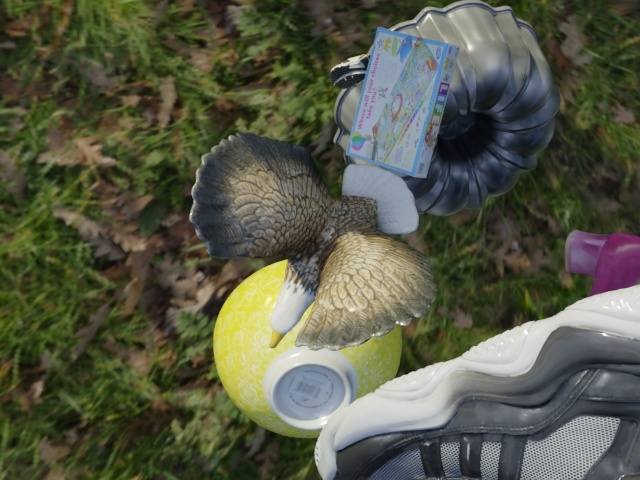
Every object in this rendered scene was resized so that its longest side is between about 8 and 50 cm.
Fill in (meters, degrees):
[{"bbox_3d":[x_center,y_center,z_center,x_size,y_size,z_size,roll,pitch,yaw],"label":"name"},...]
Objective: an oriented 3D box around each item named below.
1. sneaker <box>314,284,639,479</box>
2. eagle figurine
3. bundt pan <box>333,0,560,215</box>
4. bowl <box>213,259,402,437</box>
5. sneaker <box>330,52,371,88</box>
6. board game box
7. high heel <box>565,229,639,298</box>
[{"bbox_3d":[0.112,0.130,0.591,0.268,0.101,0.153,-30,71,36],"label":"sneaker"},{"bbox_3d":[-0.002,0.011,1.140,0.226,0.298,0.225,-4,80,0],"label":"eagle figurine"},{"bbox_3d":[0.191,-0.161,1.560,0.330,0.124,0.331,-14,137,-13],"label":"bundt pan"},{"bbox_3d":[-0.016,0.185,1.630,0.289,0.156,0.290,-1,115,-2],"label":"bowl"},{"bbox_3d":[0.064,-0.220,1.394,0.109,0.044,0.040,-3,120,34],"label":"sneaker"},{"bbox_3d":[0.093,-0.159,1.287,0.103,0.026,0.154,22,102,36],"label":"board game box"},{"bbox_3d":[0.372,0.098,1.379,0.117,0.082,0.244,13,122,40],"label":"high heel"}]
